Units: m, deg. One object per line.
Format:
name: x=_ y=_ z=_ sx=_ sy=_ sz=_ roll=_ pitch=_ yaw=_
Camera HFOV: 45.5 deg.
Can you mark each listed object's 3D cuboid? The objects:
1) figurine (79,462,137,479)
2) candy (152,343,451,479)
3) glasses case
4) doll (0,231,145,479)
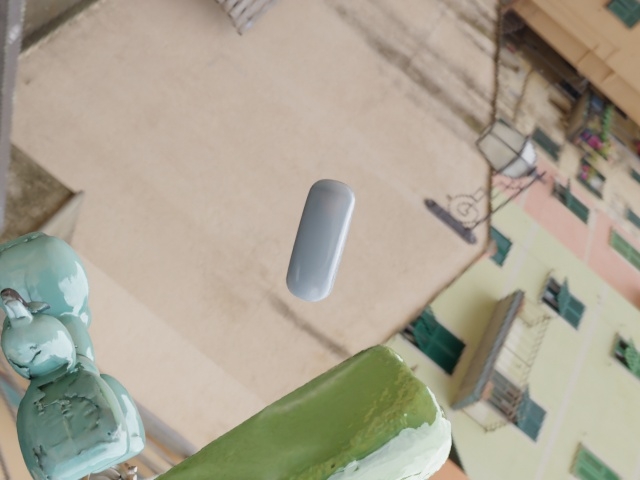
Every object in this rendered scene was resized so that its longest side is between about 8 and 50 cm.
figurine: x=-0.280 y=0.318 z=0.893 sx=0.153 sy=0.132 sz=0.132 roll=-46 pitch=-172 yaw=23
candy: x=-0.036 y=0.234 z=0.716 sx=0.344 sy=0.132 sz=0.142 roll=-29 pitch=145 yaw=-16
glasses case: x=0.000 y=0.000 z=1.094 sx=0.045 sy=0.067 sz=0.178 roll=-5 pitch=111 yaw=-73
doll: x=-0.160 y=0.069 z=0.474 sx=0.059 sy=0.158 sz=0.159 roll=-22 pitch=176 yaw=-10
